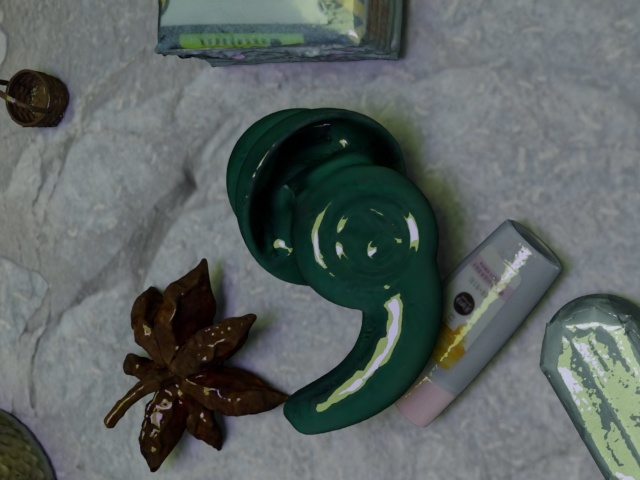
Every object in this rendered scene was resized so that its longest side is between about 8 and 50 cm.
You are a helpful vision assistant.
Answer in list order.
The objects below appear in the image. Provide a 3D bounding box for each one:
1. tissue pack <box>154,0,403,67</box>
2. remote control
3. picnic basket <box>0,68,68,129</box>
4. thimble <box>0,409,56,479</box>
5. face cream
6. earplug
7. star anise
[{"bbox_3d":[-0.034,-0.326,1.062,0.228,0.128,0.311,3,91,26],"label":"tissue pack"},{"bbox_3d":[0.271,0.159,0.935,0.104,0.052,0.247,-35,76,24],"label":"remote control"},{"bbox_3d":[-0.331,-0.159,1.242,0.072,0.083,0.072,-1,88,27],"label":"picnic basket"},{"bbox_3d":[-0.435,0.316,1.249,0.271,0.150,0.271,-1,88,28],"label":"thimble"},{"bbox_3d":[0.129,0.074,1.007,0.084,0.057,0.198,48,109,26],"label":"face cream"},{"bbox_3d":[0.006,0.003,1.021,0.280,0.164,0.257,-130,31,-50],"label":"earplug"},{"bbox_3d":[-0.134,0.127,1.126,0.196,0.111,0.212,-6,79,21],"label":"star anise"}]
